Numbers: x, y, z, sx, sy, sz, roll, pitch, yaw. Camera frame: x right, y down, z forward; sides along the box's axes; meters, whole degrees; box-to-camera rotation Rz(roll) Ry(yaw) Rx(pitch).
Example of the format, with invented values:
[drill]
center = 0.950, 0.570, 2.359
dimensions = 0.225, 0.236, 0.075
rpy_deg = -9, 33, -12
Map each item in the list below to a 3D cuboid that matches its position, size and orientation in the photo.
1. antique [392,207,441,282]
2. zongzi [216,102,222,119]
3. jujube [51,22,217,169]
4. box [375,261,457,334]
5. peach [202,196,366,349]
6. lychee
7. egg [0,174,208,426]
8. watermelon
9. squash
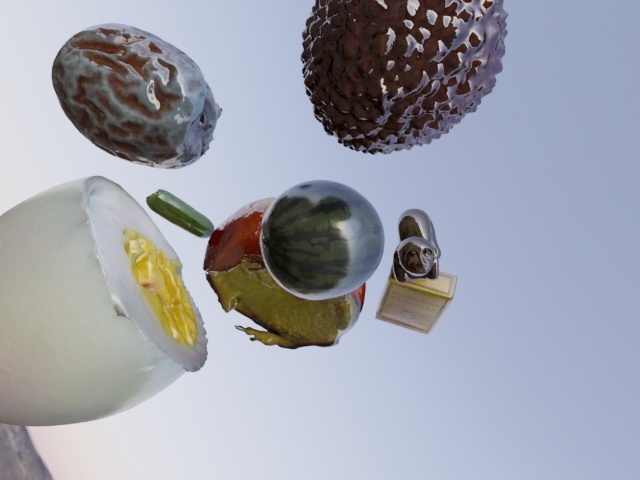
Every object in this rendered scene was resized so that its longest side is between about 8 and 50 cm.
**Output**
[antique]
center = 0.259, 0.011, 1.260
dimensions = 0.121, 0.256, 0.143
rpy_deg = -6, -60, 19
[zongzi]
center = -0.300, -0.291, 1.108
dimensions = 0.119, 0.109, 0.055
rpy_deg = 6, -53, 48
[jujube]
center = -0.360, -0.279, 0.898
dimensions = 0.308, 0.215, 0.246
rpy_deg = 19, -81, 7
[box]
center = 0.290, 0.185, 1.468
dimensions = 0.193, 0.084, 0.301
rpy_deg = 17, -31, 8
[peach]
center = -0.075, 0.079, 1.142
dimensions = 0.416, 0.353, 0.339
rpy_deg = 46, -23, 35
[lychee]
center = 0.108, -0.252, 0.610
dimensions = 0.264, 0.300, 0.264
rpy_deg = 37, -11, 8
[egg]
center = -0.404, 0.119, 0.719
dimensions = 0.354, 0.340, 0.354
rpy_deg = 63, -2, 5
[watermelon]
center = 0.000, 0.000, 0.787
dimensions = 0.212, 0.212, 0.212
rpy_deg = 25, -55, 41
[squash]
center = -0.378, -0.069, 1.270
dimensions = 0.069, 0.239, 0.069
rpy_deg = -14, -120, 25
